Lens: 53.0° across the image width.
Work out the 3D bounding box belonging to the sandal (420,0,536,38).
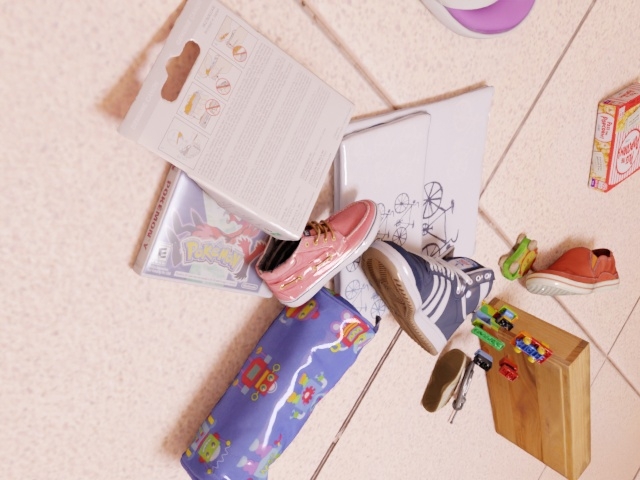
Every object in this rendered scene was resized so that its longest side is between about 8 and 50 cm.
[{"bbox_3d":[0.192,-0.364,0.815,0.416,0.102,0.169,7,105,-46],"label":"sandal"}]

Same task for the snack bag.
[{"bbox_3d":[0.151,-0.050,0.981,0.343,0.037,0.322,-22,123,-36],"label":"snack bag"}]

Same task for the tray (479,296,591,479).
[{"bbox_3d":[0.442,0.316,1.319,0.076,0.203,0.410,-39,132,-23],"label":"tray"}]

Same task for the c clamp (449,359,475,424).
[{"bbox_3d":[0.280,0.297,1.253,0.137,0.022,0.161,-67,161,-8],"label":"c clamp"}]

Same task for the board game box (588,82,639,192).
[{"bbox_3d":[0.633,-0.217,1.356,0.147,0.045,0.193,-29,128,-31],"label":"board game box"}]

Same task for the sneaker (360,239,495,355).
[{"bbox_3d":[0.164,0.048,0.938,0.153,0.099,0.282,-44,141,-9],"label":"sneaker"}]

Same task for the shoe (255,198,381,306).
[{"bbox_3d":[0.000,0.000,0.802,0.178,0.063,0.081,-45,139,-7],"label":"shoe"}]

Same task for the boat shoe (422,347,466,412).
[{"bbox_3d":[0.238,0.263,1.215,0.045,0.050,0.135,10,112,-50],"label":"boat shoe"}]

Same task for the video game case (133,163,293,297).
[{"bbox_3d":[-0.101,-0.029,0.758,0.201,0.023,0.183,16,98,-47],"label":"video game case"}]

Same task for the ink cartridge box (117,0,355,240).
[{"bbox_3d":[-0.085,-0.128,0.692,0.225,0.056,0.180,30,74,-27],"label":"ink cartridge box"}]

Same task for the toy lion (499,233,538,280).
[{"bbox_3d":[0.396,0.042,1.270,0.100,0.034,0.096,-45,142,-18],"label":"toy lion"}]

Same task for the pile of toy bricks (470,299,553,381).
[{"bbox_3d":[0.306,0.149,1.166,0.118,0.212,0.105,-52,-175,32],"label":"pile of toy bricks"}]

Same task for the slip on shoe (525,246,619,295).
[{"bbox_3d":[0.537,0.065,1.367,0.331,0.123,0.101,-3,89,-43],"label":"slip on shoe"}]

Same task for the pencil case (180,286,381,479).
[{"bbox_3d":[-0.050,0.198,0.849,0.306,0.119,0.133,-55,139,-8],"label":"pencil case"}]
